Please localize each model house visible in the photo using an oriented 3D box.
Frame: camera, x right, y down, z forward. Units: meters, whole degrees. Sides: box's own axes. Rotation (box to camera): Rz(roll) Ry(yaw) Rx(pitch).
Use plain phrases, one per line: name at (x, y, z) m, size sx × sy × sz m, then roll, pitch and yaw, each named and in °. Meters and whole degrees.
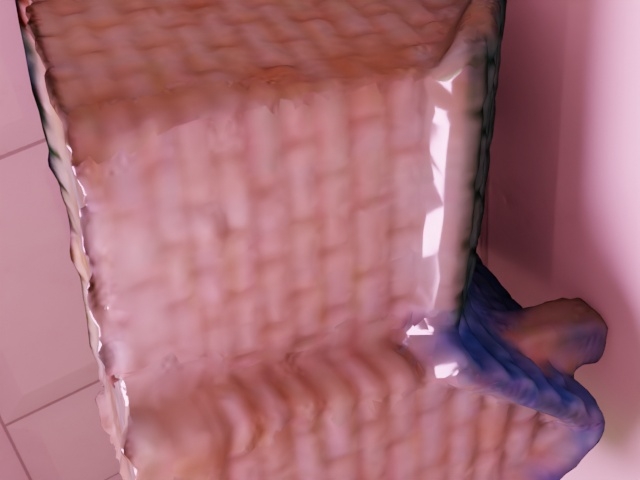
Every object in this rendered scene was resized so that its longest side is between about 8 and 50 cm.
model house at (0.000, 0.000, 0.857) m, size 0.395 × 0.400 × 0.445 m, roll -118°, pitch 21°, yaw -55°
